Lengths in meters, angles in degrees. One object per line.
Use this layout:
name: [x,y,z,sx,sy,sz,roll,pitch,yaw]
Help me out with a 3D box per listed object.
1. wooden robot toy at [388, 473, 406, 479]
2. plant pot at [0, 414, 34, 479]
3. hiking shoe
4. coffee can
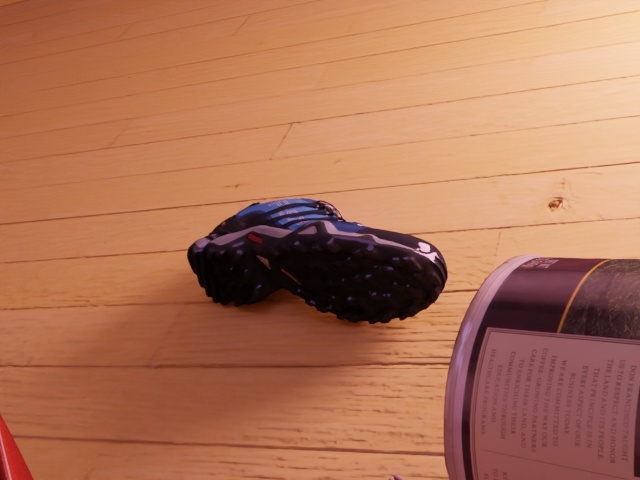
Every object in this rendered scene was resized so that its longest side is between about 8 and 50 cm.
wooden robot toy: [-0.013,0.207,0.589,0.173,0.079,0.076,-24,15,-4]
plant pot: [-0.228,0.300,0.446,0.267,0.236,0.267,-29,34,-14]
hiking shoe: [0.000,0.000,0.861,0.304,0.113,0.132,5,42,34]
coffee can: [0.238,0.109,0.465,0.275,0.201,0.201,0,38,41]
